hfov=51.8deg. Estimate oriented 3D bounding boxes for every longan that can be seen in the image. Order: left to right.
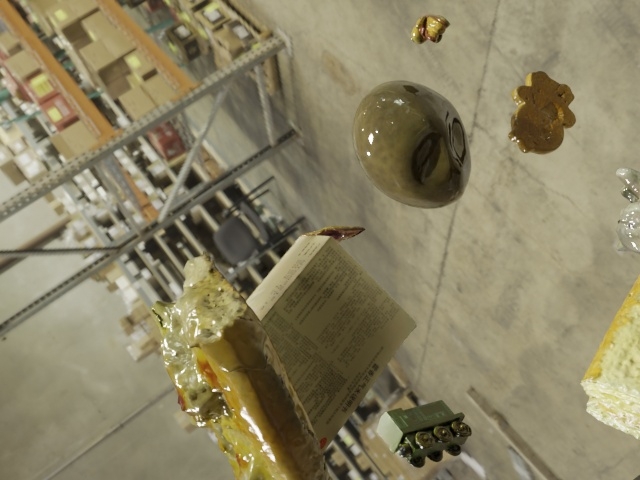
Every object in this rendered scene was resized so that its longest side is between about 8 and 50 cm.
[{"bbox_3d":[0.226,-0.230,1.638,0.350,0.288,0.288,53,166,-16],"label":"longan"}]

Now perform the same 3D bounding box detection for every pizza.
[{"bbox_3d":[-0.072,0.133,0.561,0.223,0.089,0.323,47,160,41],"label":"pizza"}]

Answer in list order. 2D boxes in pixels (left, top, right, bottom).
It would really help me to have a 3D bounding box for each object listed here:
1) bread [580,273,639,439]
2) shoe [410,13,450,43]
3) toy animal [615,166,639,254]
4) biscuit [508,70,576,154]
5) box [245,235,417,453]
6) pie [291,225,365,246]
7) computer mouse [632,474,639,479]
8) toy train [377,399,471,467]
[{"bbox_3d":[0.654,0.180,1.177,0.237,0.375,0.165,14,144,41],"label":"bread"},{"bbox_3d":[0.261,-0.512,1.595,0.109,0.069,0.072,31,177,45],"label":"shoe"},{"bbox_3d":[0.748,-0.049,1.498,0.266,0.188,0.308,13,-177,-16],"label":"toy animal"},{"bbox_3d":[0.562,-0.318,1.679,0.184,0.248,0.035,25,156,-7],"label":"biscuit"},{"bbox_3d":[-0.015,0.124,0.780,0.168,0.212,0.095,45,162,-17],"label":"box"},{"bbox_3d":[0.000,0.000,1.327,0.170,0.092,0.034,-27,63,42],"label":"pie"},{"bbox_3d":[0.590,0.501,1.182,0.122,0.217,0.073,35,178,18],"label":"computer mouse"},{"bbox_3d":[0.260,0.463,1.603,0.137,0.226,0.090,48,130,43],"label":"toy train"}]
